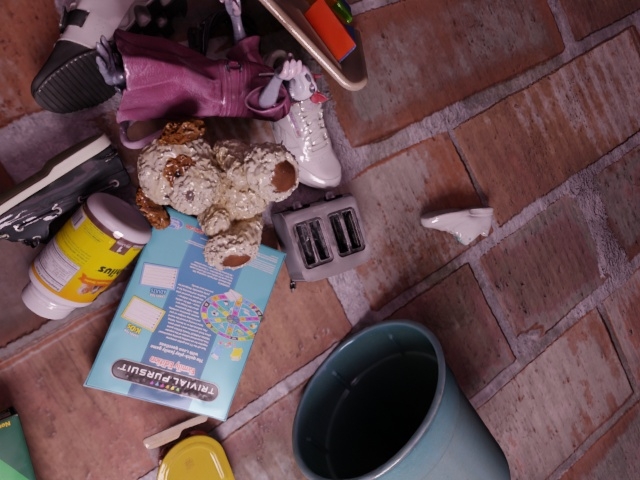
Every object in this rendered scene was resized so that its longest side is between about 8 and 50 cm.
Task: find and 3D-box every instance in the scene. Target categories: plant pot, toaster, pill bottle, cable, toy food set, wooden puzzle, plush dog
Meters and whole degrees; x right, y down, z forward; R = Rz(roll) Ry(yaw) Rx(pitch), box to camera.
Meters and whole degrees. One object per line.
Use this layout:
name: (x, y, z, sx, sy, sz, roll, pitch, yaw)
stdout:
plant pot: (0.177, 0.395, 0.812, 0.341, 0.341, 0.334, -47, 111, -16)
toaster: (0.000, 0.000, 0.869, 0.168, 0.110, 0.186, -18, 93, -19)
pill bottle: (-0.400, 0.030, 0.698, 0.117, 0.117, 0.215, 43, 96, -12)
cable: (-0.191, -0.378, 0.831, 0.150, 0.047, 0.184, -13, 77, 4)
toy food set: (-0.248, 0.433, 0.778, 0.128, 0.071, 0.218, -21, 97, -33)
wooden puzzle: (-0.037, -0.474, 0.778, 0.348, 0.080, 0.322, 32, 37, -27)
plush dog: (-0.191, -0.107, 0.699, 0.225, 0.211, 0.262, 15, 126, -30)

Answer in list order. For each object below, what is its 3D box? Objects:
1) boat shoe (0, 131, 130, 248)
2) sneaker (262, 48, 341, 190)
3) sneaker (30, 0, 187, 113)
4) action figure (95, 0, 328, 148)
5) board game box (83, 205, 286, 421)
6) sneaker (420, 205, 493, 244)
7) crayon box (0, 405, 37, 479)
boat shoe: (-0.481, -0.046, 0.697, 0.340, 0.127, 0.113, -44, 127, -19)
sneaker: (-0.044, -0.240, 0.844, 0.114, 0.152, 0.305, -38, 100, -27)
sneaker: (-0.411, -0.377, 0.754, 0.146, 0.122, 0.330, 38, 75, 5)
action figure: (-0.163, -0.248, 0.701, 0.370, 0.276, 0.248, 1, 48, -20)
board game box: (-0.245, 0.137, 0.787, 0.253, 0.079, 0.336, 23, 79, -17)
sneaker: (0.345, -0.033, 1.019, 0.212, 0.080, 0.094, -6, 100, -21)
crayon box: (-0.595, 0.466, 0.564, 0.363, 0.106, 0.313, -16, 91, -42)
